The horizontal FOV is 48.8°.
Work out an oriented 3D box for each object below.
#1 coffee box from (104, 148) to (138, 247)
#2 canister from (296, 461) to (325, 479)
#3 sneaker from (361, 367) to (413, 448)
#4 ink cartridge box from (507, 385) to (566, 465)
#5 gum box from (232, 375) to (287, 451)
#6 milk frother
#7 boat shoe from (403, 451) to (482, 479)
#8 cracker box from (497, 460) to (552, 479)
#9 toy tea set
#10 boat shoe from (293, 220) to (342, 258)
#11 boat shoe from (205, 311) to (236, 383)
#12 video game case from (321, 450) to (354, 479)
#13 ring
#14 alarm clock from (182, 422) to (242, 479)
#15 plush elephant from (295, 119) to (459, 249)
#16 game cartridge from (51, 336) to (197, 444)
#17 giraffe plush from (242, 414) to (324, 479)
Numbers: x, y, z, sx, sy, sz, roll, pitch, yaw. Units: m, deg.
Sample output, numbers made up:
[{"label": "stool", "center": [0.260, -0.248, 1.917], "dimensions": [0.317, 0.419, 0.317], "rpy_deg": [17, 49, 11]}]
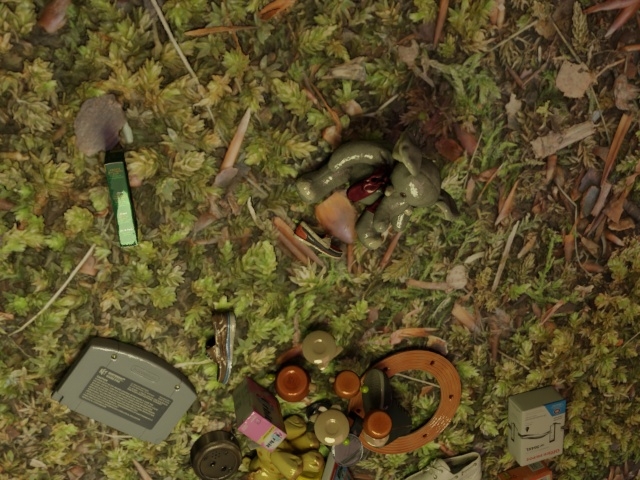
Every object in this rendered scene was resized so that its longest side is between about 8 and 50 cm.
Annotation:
[{"label": "coffee box", "center": [-0.417, -0.091, 1.481], "dimensions": [0.040, 0.113, 0.184], "rpy_deg": [-9, 115, -11]}, {"label": "canister", "center": [-0.038, 0.688, 1.912], "dimensions": [0.073, 0.126, 0.170], "rpy_deg": [12, 107, 9]}, {"label": "sneaker", "center": [0.181, 0.433, 1.884], "dimensions": [0.118, 0.083, 0.222], "rpy_deg": [-12, 109, -33]}, {"label": "ink cartridge box", "center": [0.642, 0.551, 2.099], "dimensions": [0.148, 0.086, 0.203], "rpy_deg": [-12, 114, -13]}, {"label": "gum box", "center": [-0.153, 0.421, 1.736], "dimensions": [0.107, 0.188, 0.062], "rpy_deg": [40, 96, -20]}, {"label": "milk frother", "center": [0.033, 0.499, 1.837], "dimensions": [0.143, 0.135, 0.129], "rpy_deg": [14, 87, -10]}, {"label": "boat shoe", "center": [0.346, 0.676, 2.053], "dimensions": [0.276, 0.098, 0.096], "rpy_deg": [-11, 114, -24]}, {"label": "cracker box", "center": [0.646, 0.816, 2.219], "dimensions": [0.155, 0.067, 0.232], "rpy_deg": [-15, 114, -11]}, {"label": "toy tea set", "center": [0.029, 0.396, 1.772], "dimensions": [0.200, 0.124, 0.336], "rpy_deg": [-39, 79, -11]}, {"label": "boat shoe", "center": [0.000, 0.000, 1.690], "dimensions": [0.137, 0.049, 0.043], "rpy_deg": [29, 98, -21]}, {"label": "boat shoe", "center": [-0.246, 0.259, 1.710], "dimensions": [0.066, 0.066, 0.183], "rpy_deg": [3, 100, -14]}, {"label": "video game case", "center": [0.061, 0.742, 1.926], "dimensions": [0.025, 0.204, 0.285], "rpy_deg": [-8, 125, 25]}, {"label": "ring", "center": [0.232, 0.446, 1.955], "dimensions": [0.336, 0.032, 0.337], "rpy_deg": [-7, 113, -16]}, {"label": "alarm clock", "center": [-0.257, 0.546, 1.822], "dimensions": [0.129, 0.064, 0.192], "rpy_deg": [33, 95, -26]}, {"label": "plush elephant", "center": [0.163, -0.117, 1.575], "dimensions": [0.330, 0.255, 0.272], "rpy_deg": [-44, 117, 3]}, {"label": "game cartridge", "center": [-0.456, 0.356, 1.683], "dimensions": [0.297, 0.062, 0.198], "rpy_deg": [34, 94, -26]}, {"label": "giraffe plush", "center": [-0.117, 0.577, 1.832], "dimensions": [0.210, 0.181, 0.171], "rpy_deg": [8, 125, -24]}]
